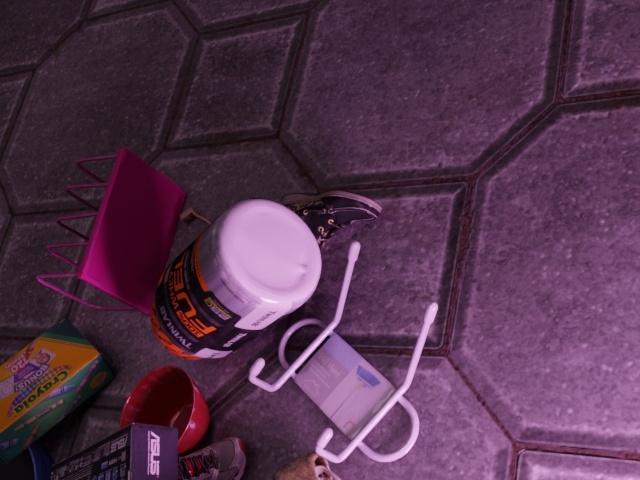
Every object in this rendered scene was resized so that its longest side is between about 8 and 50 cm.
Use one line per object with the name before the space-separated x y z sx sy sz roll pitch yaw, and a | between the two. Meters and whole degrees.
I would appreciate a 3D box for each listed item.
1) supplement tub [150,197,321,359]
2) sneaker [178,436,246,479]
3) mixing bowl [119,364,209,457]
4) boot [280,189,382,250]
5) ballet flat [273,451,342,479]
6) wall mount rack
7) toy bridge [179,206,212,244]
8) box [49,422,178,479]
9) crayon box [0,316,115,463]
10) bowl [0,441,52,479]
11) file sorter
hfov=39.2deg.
supplement tub | -0.164 0.083 1.603 0.338 0.207 0.207 -39 43 47
sneaker | -0.226 0.419 1.592 0.225 0.092 0.088 -35 50 13
mixing bowl | -0.272 0.334 1.663 0.181 0.098 0.182 -20 52 28
boot | 0.000 0.001 1.681 0.236 0.085 0.179 1 68 41
ballet flat | 0.044 0.462 1.377 0.123 0.123 0.348 -45 48 5
wall mount rack | 0.050 0.189 1.511 0.304 0.130 0.350 -49 49 -2
toy bridge | -0.242 -0.002 1.883 0.063 0.026 0.188 -36 50 11
box | -0.364 0.506 1.517 0.395 0.097 0.318 -34 50 47
crayon box | -0.583 0.303 1.847 0.278 0.081 0.165 -39 46 -19
bowl | -0.698 0.568 1.839 0.391 0.077 0.391 -16 57 26
file sorter | -0.451 -0.014 1.916 0.182 0.202 0.291 -3 64 35
